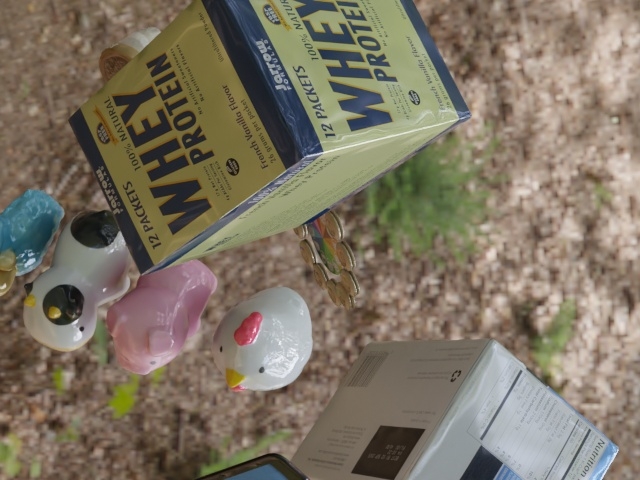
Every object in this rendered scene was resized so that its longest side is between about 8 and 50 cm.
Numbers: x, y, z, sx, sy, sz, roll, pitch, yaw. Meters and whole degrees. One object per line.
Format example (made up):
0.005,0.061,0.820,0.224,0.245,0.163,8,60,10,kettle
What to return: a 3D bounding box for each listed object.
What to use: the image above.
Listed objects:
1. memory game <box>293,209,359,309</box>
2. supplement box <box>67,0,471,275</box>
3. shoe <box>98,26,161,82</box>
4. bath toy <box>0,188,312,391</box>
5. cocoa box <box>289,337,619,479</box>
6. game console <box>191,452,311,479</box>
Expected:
0.000,0.000,1.548,0.012,0.186,0.186,-22,108,-16,memory game
-0.016,-0.038,0.394,0.083,0.083,0.056,-19,79,-48,supplement box
-0.122,-0.096,1.165,0.219,0.076,0.058,61,41,-23,shoe
-0.180,0.063,1.267,0.129,0.348,0.151,30,80,-77,bath toy
0.156,0.282,1.613,0.228,0.347,0.231,40,71,-15,cocoa box
-0.058,0.279,1.195,0.085,0.144,0.124,17,57,-47,game console
